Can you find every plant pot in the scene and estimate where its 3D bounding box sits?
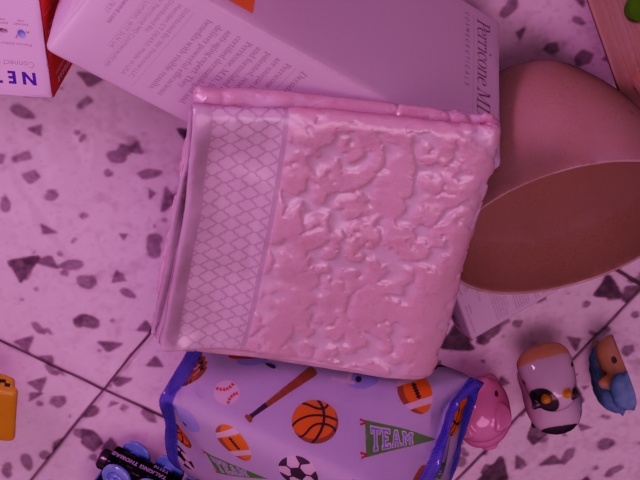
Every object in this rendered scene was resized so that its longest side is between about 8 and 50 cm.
[{"bbox_3d":[0.253,-0.090,1.854,0.284,0.191,0.284,-11,152,-6],"label":"plant pot"}]

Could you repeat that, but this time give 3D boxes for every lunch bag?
[{"bbox_3d":[-0.002,0.242,1.974,0.328,0.239,0.385,26,152,12],"label":"lunch bag"}]

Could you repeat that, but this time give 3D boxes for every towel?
[{"bbox_3d":[0.000,0.000,1.689,0.317,0.053,0.332,6,127,-9],"label":"towel"}]

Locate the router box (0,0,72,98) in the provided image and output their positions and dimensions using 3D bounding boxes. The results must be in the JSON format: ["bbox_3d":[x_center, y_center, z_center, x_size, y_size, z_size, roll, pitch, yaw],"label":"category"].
[{"bbox_3d":[-0.430,-0.301,1.650,0.335,0.082,0.301,4,126,9],"label":"router box"}]

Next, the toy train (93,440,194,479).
[{"bbox_3d":[-0.214,0.335,2.139,0.184,0.080,0.105,24,126,13],"label":"toy train"}]

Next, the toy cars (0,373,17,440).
[{"bbox_3d":[-0.552,0.234,2.058,0.393,0.087,0.176,-28,118,15],"label":"toy cars"}]

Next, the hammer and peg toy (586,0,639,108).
[{"bbox_3d":[0.444,-0.253,1.837,0.266,0.127,0.361,-24,125,6],"label":"hammer and peg toy"}]

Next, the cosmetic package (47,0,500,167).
[{"bbox_3d":[-0.035,-0.214,1.713,0.453,0.230,0.161,27,135,-24],"label":"cosmetic package"}]

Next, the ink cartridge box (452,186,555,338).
[{"bbox_3d":[0.247,-0.008,2.035,0.232,0.066,0.189,-31,125,-12],"label":"ink cartridge box"}]

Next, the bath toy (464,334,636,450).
[{"bbox_3d":[0.228,0.223,2.130,0.348,0.129,0.151,-18,125,5],"label":"bath toy"}]
